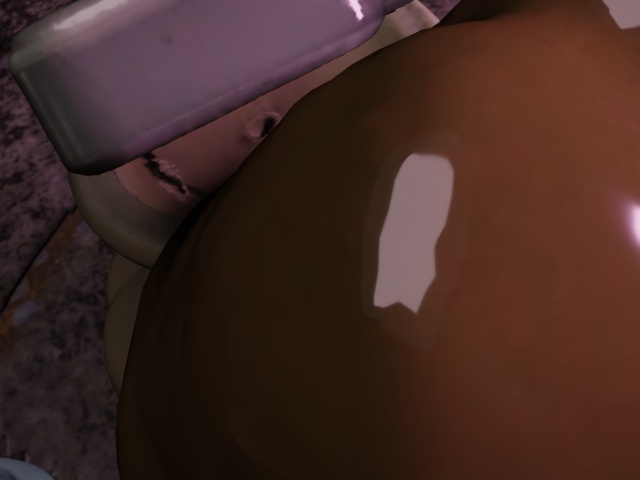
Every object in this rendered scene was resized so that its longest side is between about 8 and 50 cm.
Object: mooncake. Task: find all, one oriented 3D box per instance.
[{"bbox_3d":[0.162,0.093,0.456,0.467,0.262,0.467,5,75,-18],"label":"mooncake"}]

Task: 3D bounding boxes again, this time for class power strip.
[{"bbox_3d":[-0.027,-0.101,0.522,0.194,0.059,0.265,-27,11,-4],"label":"power strip"}]

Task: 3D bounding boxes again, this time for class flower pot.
[{"bbox_3d":[0.000,0.000,0.722,0.308,0.244,0.307,-10,51,12],"label":"flower pot"}]

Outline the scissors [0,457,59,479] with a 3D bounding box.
[{"bbox_3d":[-0.324,0.157,0.832,0.191,0.029,0.360,-33,42,-30],"label":"scissors"}]
